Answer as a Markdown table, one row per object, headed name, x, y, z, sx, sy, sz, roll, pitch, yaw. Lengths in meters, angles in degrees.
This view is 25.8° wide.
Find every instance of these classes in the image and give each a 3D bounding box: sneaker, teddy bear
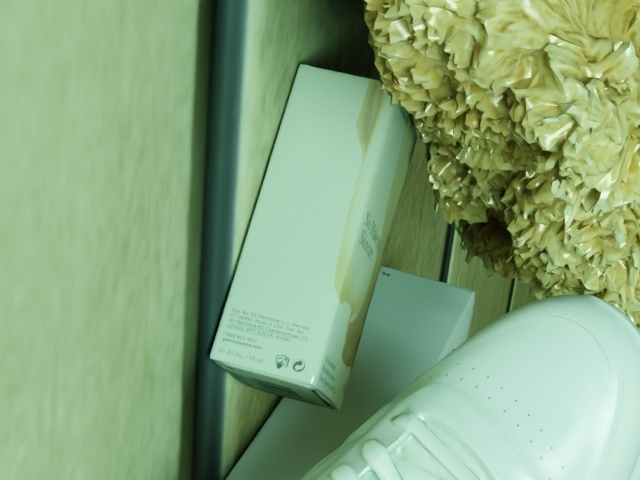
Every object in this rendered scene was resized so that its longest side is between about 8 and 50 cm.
| name | x | y | z | sx | sy | sz | roll | pitch | yaw |
| --- | --- | --- | --- | --- | --- | --- | --- | --- | --- |
| sneaker | 0.013 | 0.105 | 0.431 | 0.235 | 0.090 | 0.095 | -47 | 150 | 0 |
| teddy bear | 0.090 | -0.077 | 0.536 | 0.338 | 0.113 | 0.245 | 64 | 20 | -63 |

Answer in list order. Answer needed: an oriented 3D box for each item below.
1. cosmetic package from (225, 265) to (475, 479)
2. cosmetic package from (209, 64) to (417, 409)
| name | x | y | z | sx | sy | sz | roll | pitch | yaw |
| --- | --- | --- | --- | --- | --- | --- | --- | --- | --- |
| cosmetic package | 0.013 | 0.105 | 0.637 | 0.239 | 0.060 | 0.098 | -51 | 151 | -61 |
| cosmetic package | 0.000 | 0.000 | 0.519 | 0.060 | 0.041 | 0.115 | 54 | 51 | -72 |
